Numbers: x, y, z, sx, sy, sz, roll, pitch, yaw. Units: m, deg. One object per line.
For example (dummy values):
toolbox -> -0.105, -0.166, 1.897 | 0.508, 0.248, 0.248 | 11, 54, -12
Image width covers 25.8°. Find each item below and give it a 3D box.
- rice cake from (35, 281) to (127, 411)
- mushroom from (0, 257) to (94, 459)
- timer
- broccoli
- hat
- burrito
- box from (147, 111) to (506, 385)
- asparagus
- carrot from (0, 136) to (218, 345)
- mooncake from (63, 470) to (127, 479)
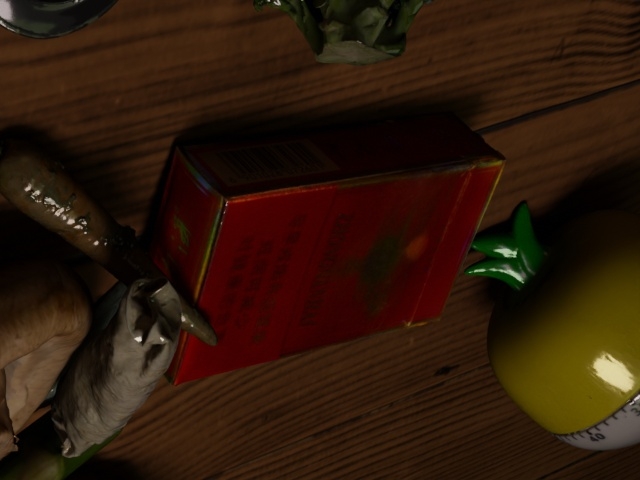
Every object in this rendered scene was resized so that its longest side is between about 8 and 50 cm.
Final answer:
rice cake -> -0.208, 0.092, 1.245 | 0.171, 0.033, 0.029 | -43, 155, 12
mushroom -> -0.295, 0.118, 1.069 | 0.278, 0.146, 0.278 | -40, 167, -11
timer -> 0.277, 0.068, 1.534 | 0.285, 0.285, 0.285 | -25, 149, -16
broccoli -> 0.024, -0.194, 0.977 | 0.162, 0.138, 0.146 | 2, 166, 14
hat -> -0.161, -0.184, 0.874 | 0.121, 0.050, 0.121 | -19, 148, -12
burrito -> -0.162, 0.099, 1.113 | 0.059, 0.082, 0.275 | 6, 153, -22
box -> -0.001, 0.001, 1.239 | 0.313, 0.089, 0.197 | -10, 131, -37
asparagus -> -0.271, 0.209, 1.202 | 0.278, 0.067, 0.060 | -35, 130, -46
carrot -> -0.159, 0.008, 1.069 | 0.049, 0.049, 0.254 | -39, 124, 8
mooncake -> -0.281, 0.384, 1.450 | 0.324, 0.187, 0.324 | -24, 151, -15
